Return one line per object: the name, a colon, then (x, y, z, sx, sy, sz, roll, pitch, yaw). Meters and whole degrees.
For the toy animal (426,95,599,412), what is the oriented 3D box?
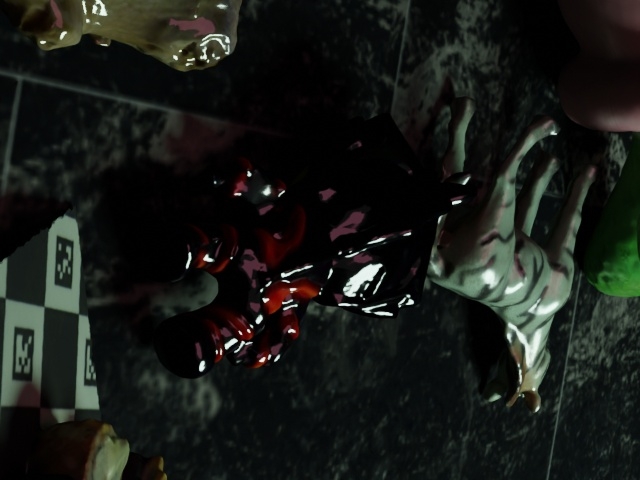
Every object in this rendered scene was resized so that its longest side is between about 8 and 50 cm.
toy animal: (0.152, 0.004, 1.079, 0.170, 0.090, 0.255, -59, 136, -22)

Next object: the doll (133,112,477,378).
doll: (-0.002, -0.002, 0.874, 0.248, 0.088, 0.127, -26, 140, -38)

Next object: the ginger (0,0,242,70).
ginger: (-0.135, -0.178, 0.661, 0.290, 0.084, 0.122, 53, 35, -41)

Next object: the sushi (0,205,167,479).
sushi: (-0.123, 0.141, 0.656, 0.290, 0.050, 0.264, -60, 148, -69)

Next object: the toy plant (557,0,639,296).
toy plant: (0.315, -0.106, 1.114, 0.210, 0.317, 0.356, -21, 106, -48)
